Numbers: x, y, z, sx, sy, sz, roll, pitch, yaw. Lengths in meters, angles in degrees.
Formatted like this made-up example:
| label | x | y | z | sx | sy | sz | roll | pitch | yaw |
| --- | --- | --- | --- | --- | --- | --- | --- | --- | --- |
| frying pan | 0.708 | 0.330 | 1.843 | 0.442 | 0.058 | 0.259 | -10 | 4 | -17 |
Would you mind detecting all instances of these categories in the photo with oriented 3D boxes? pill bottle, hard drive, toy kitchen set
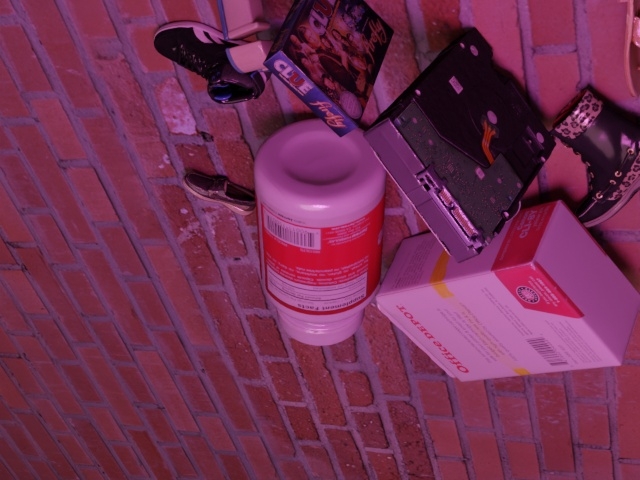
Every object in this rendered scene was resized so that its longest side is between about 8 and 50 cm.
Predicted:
| label | x | y | z | sx | sy | sz | roll | pitch | yaw |
| --- | --- | --- | --- | --- | --- | --- | --- | --- | --- |
| pill bottle | 0.000 | 0.000 | 1.911 | 0.229 | 0.229 | 0.408 | 11 | 138 | 10 |
| hard drive | 0.216 | -0.149 | 1.567 | 0.064 | 0.339 | 0.237 | -29 | 104 | 41 |
| toy kitchen set | -0.120 | -0.374 | 1.709 | 0.122 | 0.166 | 0.207 | -8 | 95 | 28 |

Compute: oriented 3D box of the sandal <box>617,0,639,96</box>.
| label | x | y | z | sx | sy | sz | roll | pitch | yaw |
| --- | --- | --- | --- | --- | --- | --- | --- | --- | --- |
| sandal | 0.479 | -0.308 | 1.518 | 0.079 | 0.088 | 0.240 | 2 | 131 | 28 |

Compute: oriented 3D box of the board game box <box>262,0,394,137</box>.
| label | x | y | z | sx | sy | sz | roll | pitch | yaw |
| --- | --- | --- | --- | --- | --- | --- | --- | --- | --- |
| board game box | 0.018 | -0.293 | 1.599 | 0.165 | 0.243 | 0.042 | 41 | 135 | -22 |

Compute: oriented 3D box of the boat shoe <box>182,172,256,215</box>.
| label | x | y | z | sx | sy | sz | roll | pitch | yaw |
| --- | --- | --- | --- | --- | --- | --- | --- | --- | --- |
| boat shoe | -0.191 | -0.100 | 2.041 | 0.152 | 0.056 | 0.049 | 22 | 135 | -16 |

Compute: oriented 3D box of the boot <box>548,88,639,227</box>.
| label | x | y | z | sx | sy | sz | roll | pitch | yaw |
| --- | --- | --- | --- | --- | --- | --- | --- | --- | --- |
| boot | 0.444 | -0.134 | 1.731 | 0.178 | 0.085 | 0.236 | 33 | 142 | -4 |

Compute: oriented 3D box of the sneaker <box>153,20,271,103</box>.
| label | x | y | z | sx | sy | sz | roll | pitch | yaw |
| --- | --- | --- | --- | --- | --- | --- | --- | --- | --- |
| sneaker | -0.193 | -0.295 | 1.775 | 0.217 | 0.121 | 0.079 | 14 | 138 | 7 |

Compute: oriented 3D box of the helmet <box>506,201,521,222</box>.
| label | x | y | z | sx | sy | sz | roll | pitch | yaw |
| --- | --- | --- | --- | --- | --- | --- | --- | --- | --- |
| helmet | 0.253 | -0.111 | 1.768 | 0.169 | 0.169 | 0.161 | -10 | 135 | 30 |

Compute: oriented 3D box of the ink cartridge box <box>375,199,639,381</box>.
| label | x | y | z | sx | sy | sz | roll | pitch | yaw |
| --- | --- | --- | --- | --- | --- | --- | --- | --- | --- |
| ink cartridge box | 0.334 | 0.104 | 1.918 | 0.384 | 0.160 | 0.279 | -15 | 128 | 48 |
